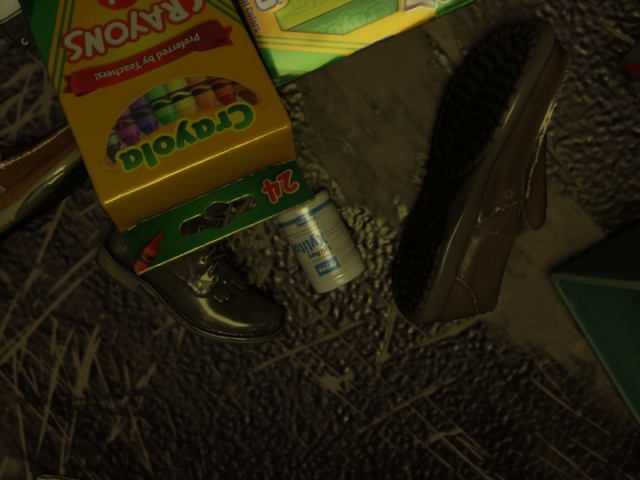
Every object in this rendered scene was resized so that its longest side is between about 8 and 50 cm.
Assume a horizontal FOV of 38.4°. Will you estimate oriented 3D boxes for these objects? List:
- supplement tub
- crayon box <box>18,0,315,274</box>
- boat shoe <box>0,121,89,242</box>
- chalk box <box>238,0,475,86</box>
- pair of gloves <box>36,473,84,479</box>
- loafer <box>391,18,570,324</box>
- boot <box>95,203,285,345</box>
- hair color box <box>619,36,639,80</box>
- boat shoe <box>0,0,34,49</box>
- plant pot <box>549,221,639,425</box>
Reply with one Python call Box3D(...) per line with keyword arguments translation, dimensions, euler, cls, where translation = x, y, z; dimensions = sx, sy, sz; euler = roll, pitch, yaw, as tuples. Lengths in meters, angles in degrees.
Box3D(translation=(0.000, 0.000, 1.082), dimensions=(0.071, 0.071, 0.107), euler=(-27, 98, 6), cls="supplement tub")
Box3D(translation=(-0.157, -0.149, 0.937), dimensions=(0.202, 0.081, 0.318), euler=(-24, 71, -7), cls="crayon box")
Box3D(translation=(-0.386, -0.056, 1.053), dimensions=(0.324, 0.122, 0.120), euler=(-37, 95, 6), cls="boat shoe")
Box3D(translation=(0.053, -0.301, 0.968), dimensions=(0.289, 0.179, 0.180), euler=(-24, 100, 5), cls="chalk box")
Box3D(translation=(-0.273, 0.420, 1.181), dimensions=(0.240, 0.042, 0.204), euler=(17, 100, -3), cls="pair of gloves")
Box3D(translation=(0.196, -0.070, 1.051), dimensions=(0.130, 0.134, 0.366), euler=(11, 112, -25), cls="loafer")
Box3D(translation=(-0.127, -0.017, 1.034), dimensions=(0.263, 0.091, 0.229), euler=(26, 121, -2), cls="boot")
Box3D(translation=(0.383, -0.207, 1.000), dimensions=(0.043, 0.141, 0.072), euler=(36, 100, -6), cls="hair color box")
Box3D(translation=(-0.261, -0.288, 1.032), dimensions=(0.228, 0.080, 0.076), euler=(-30, 116, 3), cls="boat shoe")
Box3D(translation=(0.460, 0.071, 1.010), dimensions=(0.252, 0.248, 0.247), euler=(-35, 99, -11), cls="plant pot")
